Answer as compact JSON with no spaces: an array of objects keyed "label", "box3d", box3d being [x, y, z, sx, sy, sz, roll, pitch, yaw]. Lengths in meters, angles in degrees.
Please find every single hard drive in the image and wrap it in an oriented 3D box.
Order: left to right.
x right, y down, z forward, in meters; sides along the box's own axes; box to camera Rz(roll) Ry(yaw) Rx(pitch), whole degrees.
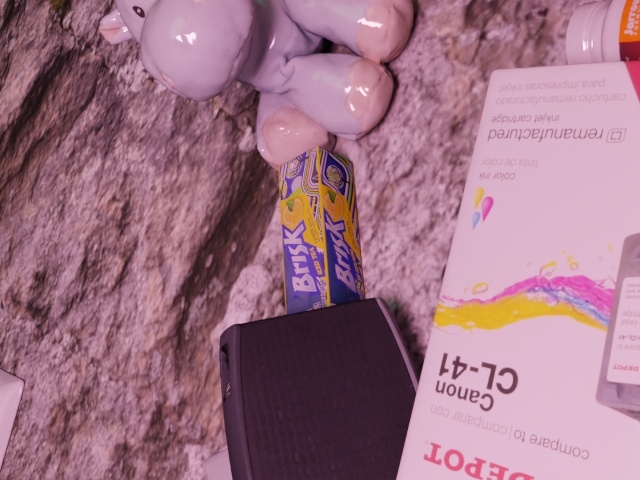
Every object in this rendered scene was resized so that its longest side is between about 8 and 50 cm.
[{"label":"hard drive","box3d":[0.014,0.168,0.679,0.054,0.171,0.255,94,165,-60]}]

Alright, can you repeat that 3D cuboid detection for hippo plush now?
[{"label":"hippo plush","box3d":[-0.067,-0.233,0.840,0.234,0.236,0.294,-46,49,24]}]

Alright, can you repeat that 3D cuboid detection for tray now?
[{"label":"tray","box3d":[-0.531,0.249,1.281,0.270,0.030,0.145,8,81,46]}]

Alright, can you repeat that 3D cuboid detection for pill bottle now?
[{"label":"pill bottle","box3d":[0.255,-0.141,0.597,0.152,0.086,0.086,6,80,46]}]

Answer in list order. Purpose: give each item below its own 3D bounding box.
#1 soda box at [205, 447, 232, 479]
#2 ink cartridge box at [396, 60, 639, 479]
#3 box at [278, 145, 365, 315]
[{"label":"soda box","box3d":[-0.018,0.306,0.705,0.098,0.091,0.287,-31,56,33]},{"label":"ink cartridge box","box3d":[0.199,0.046,0.556,0.226,0.131,0.307,7,80,46]},{"label":"box","box3d":[0.000,0.000,0.824,0.059,0.054,0.169,-23,61,38]}]
